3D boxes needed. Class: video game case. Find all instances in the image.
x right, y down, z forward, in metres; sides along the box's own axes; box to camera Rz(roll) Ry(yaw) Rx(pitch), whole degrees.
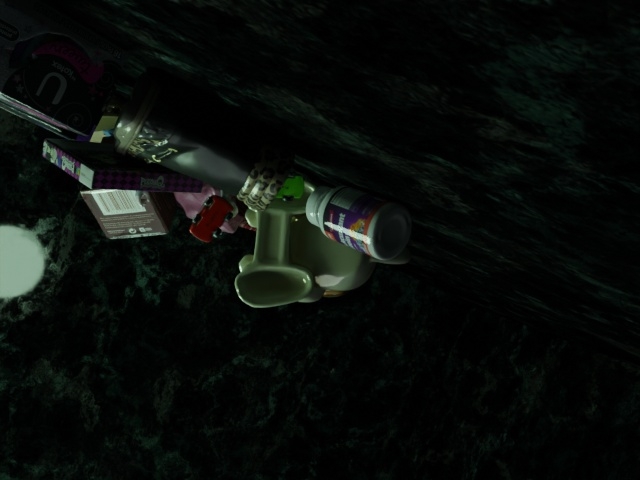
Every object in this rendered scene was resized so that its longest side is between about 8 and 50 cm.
[{"bbox_3d":[-0.372,-0.141,1.489,0.232,0.042,0.210,-1,-159,-44],"label":"video game case"}]

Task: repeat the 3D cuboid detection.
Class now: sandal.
[{"bbox_3d":[-0.495,-0.307,1.863,0.088,0.079,0.240,-22,174,25],"label":"sandal"}]

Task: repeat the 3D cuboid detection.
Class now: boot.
[{"bbox_3d":[-0.206,-0.161,1.377,0.284,0.138,0.377,25,173,-10],"label":"boot"}]

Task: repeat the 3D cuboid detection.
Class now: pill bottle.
[{"bbox_3d":[0.065,-0.041,1.462,0.193,0.108,0.108,23,177,43],"label":"pill bottle"}]

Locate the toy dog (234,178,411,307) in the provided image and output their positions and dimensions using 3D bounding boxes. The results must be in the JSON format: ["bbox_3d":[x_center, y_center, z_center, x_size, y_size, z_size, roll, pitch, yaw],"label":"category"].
[{"bbox_3d":[0.000,0.000,1.805,0.395,0.285,0.408,-5,175,4],"label":"toy dog"}]

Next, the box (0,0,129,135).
[{"bbox_3d":[-0.426,-0.264,1.090,0.247,0.142,0.163,26,178,-40],"label":"box"}]

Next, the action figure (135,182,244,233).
[{"bbox_3d":[-0.257,-0.165,1.759,0.248,0.276,0.370,15,157,8],"label":"action figure"}]

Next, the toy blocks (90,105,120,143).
[{"bbox_3d":[-0.500,-0.231,2.119,0.261,0.191,0.381,14,150,42],"label":"toy blocks"}]

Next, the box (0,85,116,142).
[{"bbox_3d":[-0.567,-0.312,1.535,0.270,0.143,0.165,25,176,2],"label":"box"}]

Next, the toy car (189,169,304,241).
[{"bbox_3d":[-0.146,-0.114,1.579,0.225,0.239,0.053,1,-161,-10],"label":"toy car"}]

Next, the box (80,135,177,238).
[{"bbox_3d":[-0.450,-0.136,1.917,0.168,0.203,0.167,-5,137,13],"label":"box"}]

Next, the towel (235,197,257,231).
[{"bbox_3d":[-0.167,-0.077,2.054,0.275,0.031,0.199,19,-157,-49],"label":"towel"}]
